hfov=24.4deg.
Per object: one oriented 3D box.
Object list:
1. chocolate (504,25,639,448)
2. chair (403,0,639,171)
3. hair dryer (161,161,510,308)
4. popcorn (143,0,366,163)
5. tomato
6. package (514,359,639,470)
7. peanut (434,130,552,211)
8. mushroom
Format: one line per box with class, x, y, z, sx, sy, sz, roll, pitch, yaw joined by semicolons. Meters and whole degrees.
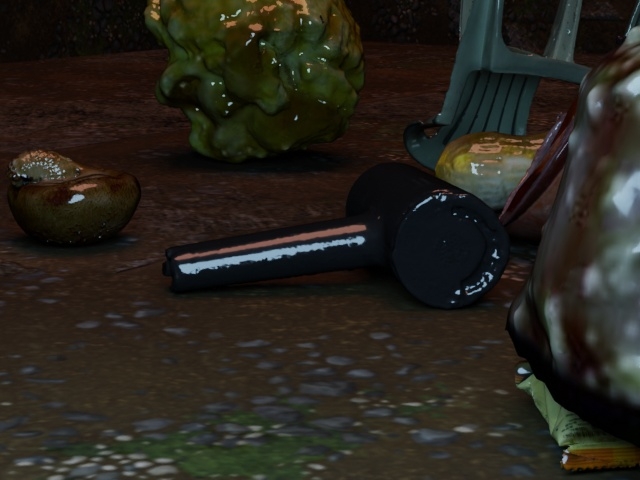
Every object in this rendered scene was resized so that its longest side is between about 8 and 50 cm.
chocolate;0.266;-0.004;0.754;0.340;0.210;0.225;15;18;24
chair;0.210;-0.183;1.538;0.203;0.274;0.190;10;8;-17
hair dryer;0.000;0.000;1.158;0.251;0.089;0.197;-8;13;-8
popcorn;-0.083;-0.232;1.774;0.282;0.282;0.247;3;36;14
tomato;0.254;-0.069;1.324;0.112;0.199;0.228;36;58;1
package;0.171;0.094;0.815;0.108;0.031;0.120;-1;17;-4
peanut;0.217;-0.068;1.467;0.207;0.087;0.087;-3;12;-2
mushroom;-0.218;-0.041;1.314;0.127;0.087;0.127;-2;15;1
